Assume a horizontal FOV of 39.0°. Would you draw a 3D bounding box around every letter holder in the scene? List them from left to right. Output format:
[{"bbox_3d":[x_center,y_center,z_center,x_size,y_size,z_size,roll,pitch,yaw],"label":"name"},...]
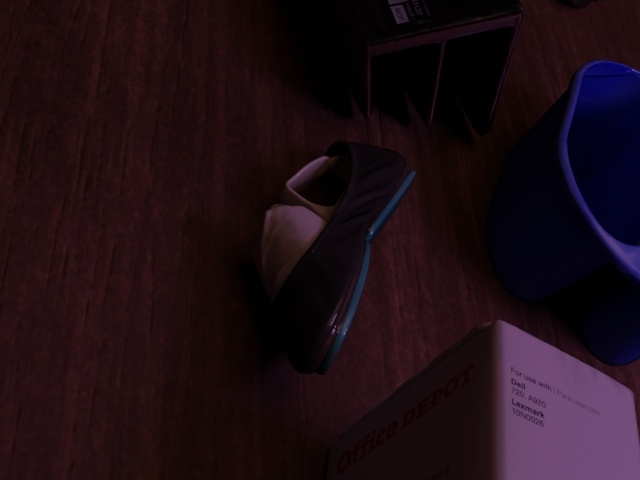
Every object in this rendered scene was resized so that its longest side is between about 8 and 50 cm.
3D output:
[{"bbox_3d":[0.073,-0.262,0.958,0.152,0.214,0.302,-14,62,-6],"label":"letter holder"}]

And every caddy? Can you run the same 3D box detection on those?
[{"bbox_3d":[0.318,-0.044,0.918,0.241,0.179,0.341,36,43,-8],"label":"caddy"}]

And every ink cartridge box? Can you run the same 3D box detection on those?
[{"bbox_3d":[0.084,0.218,0.521,0.117,0.201,0.278,27,44,-17],"label":"ink cartridge box"}]

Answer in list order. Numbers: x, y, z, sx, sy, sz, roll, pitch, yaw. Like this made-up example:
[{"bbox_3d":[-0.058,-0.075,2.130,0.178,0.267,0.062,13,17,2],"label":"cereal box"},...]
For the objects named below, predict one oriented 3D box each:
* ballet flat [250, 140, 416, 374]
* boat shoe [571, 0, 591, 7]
[{"bbox_3d":[0.000,0.000,0.726,0.096,0.095,0.280,29,33,0],"label":"ballet flat"},{"bbox_3d":[0.393,-0.388,1.335,0.060,0.064,0.178,46,36,11],"label":"boat shoe"}]
